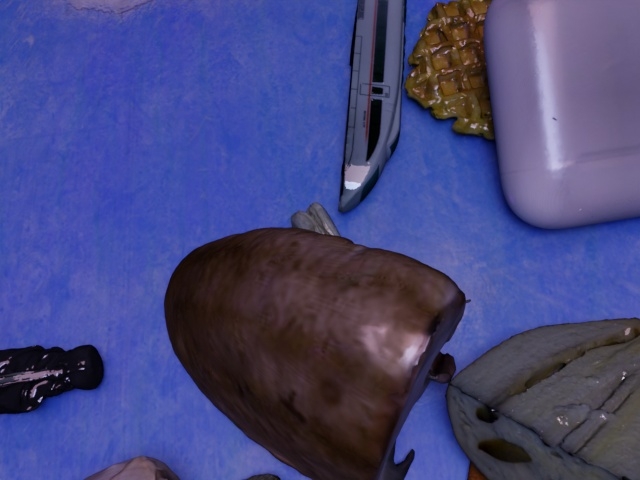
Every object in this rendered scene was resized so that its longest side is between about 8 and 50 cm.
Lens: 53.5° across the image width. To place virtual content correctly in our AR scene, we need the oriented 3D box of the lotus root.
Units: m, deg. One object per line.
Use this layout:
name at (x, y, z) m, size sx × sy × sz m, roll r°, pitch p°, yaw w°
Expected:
lotus root at (0.328, 0.206, 0.741) m, size 0.260 × 0.149 × 0.267 m, roll -28°, pitch 37°, yaw -35°

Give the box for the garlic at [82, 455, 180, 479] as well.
garlic at (-0.249, 0.402, 0.658) m, size 0.286 × 0.249 × 0.313 m, roll 29°, pitch 49°, yaw 32°

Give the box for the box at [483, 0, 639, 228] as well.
box at (0.380, -0.199, 0.880) m, size 0.288 × 0.141 × 0.349 m, roll -9°, pitch 93°, yaw -6°

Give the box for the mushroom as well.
mushroom at (-0.052, 0.105, 0.746) m, size 0.397 × 0.314 × 0.224 m, roll 26°, pitch 66°, yaw 20°

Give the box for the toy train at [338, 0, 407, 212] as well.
toy train at (0.084, -0.224, 0.995) m, size 0.088 × 0.086 × 0.407 m, roll 6°, pitch 66°, yaw 0°

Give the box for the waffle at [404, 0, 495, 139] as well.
waffle at (0.297, -0.292, 1.023) m, size 0.302 × 0.068 × 0.325 m, roll 28°, pitch 68°, yaw 14°

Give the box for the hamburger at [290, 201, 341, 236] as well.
hamburger at (0.003, -0.002, 0.895) m, size 0.054 × 0.084 × 0.121 m, roll -25°, pitch 68°, yaw -10°

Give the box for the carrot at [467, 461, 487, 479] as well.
carrot at (0.196, 0.293, 0.781) m, size 0.032 × 0.032 × 0.093 m, roll 8°, pitch 63°, yaw 6°

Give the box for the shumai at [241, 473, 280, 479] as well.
shumai at (-0.067, 0.344, 0.748) m, size 0.099 × 0.087 × 0.124 m, roll -27°, pitch 21°, yaw 10°

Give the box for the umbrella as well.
umbrella at (-0.467, 0.181, 0.824) m, size 0.357 × 0.106 × 0.113 m, roll -7°, pitch 62°, yaw -1°
